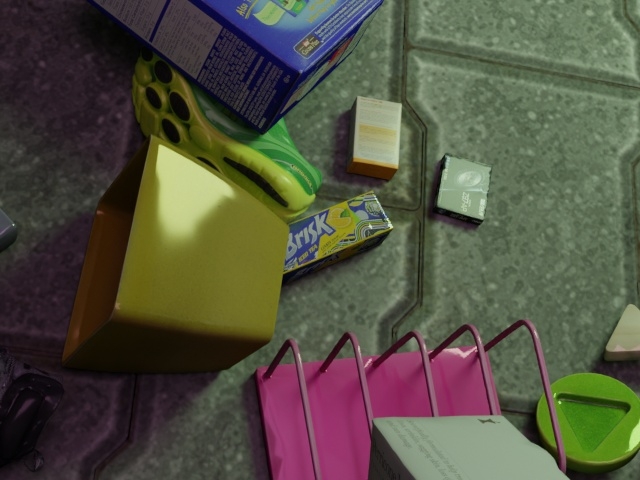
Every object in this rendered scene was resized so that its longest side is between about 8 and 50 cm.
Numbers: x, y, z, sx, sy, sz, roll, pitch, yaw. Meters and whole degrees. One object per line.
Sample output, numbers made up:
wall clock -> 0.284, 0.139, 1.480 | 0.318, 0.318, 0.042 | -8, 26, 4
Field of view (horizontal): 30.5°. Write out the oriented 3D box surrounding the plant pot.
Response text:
plant pot -> -0.153, 0.041, 1.306 | 0.187, 0.212, 0.212 | 18, 63, -20

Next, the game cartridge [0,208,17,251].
game cartridge -> -0.547, -0.068, 1.326 | 0.355, 0.068, 0.230 | 46, 60, 7

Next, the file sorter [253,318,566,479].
file sorter -> 0.097, 0.203, 1.302 | 0.290, 0.182, 0.202 | -4, 69, -16

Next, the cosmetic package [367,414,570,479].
cosmetic package -> 0.131, 0.381, 1.120 | 0.156, 0.217, 0.385 | -1, 102, -15

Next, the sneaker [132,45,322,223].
sneaker -> -0.120, -0.133, 1.451 | 0.295, 0.109, 0.123 | 45, 36, 12

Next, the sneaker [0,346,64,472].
sneaker -> -0.353, 0.122, 1.254 | 0.153, 0.101, 0.269 | 2, 87, -20

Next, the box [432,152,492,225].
box -> 0.186, -0.067, 1.531 | 0.067, 0.018, 0.083 | 16, 64, -7

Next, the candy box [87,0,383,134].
candy box -> -0.115, -0.313, 1.456 | 0.317, 0.122, 0.268 | 38, 40, 2

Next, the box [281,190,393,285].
box -> 0.000, 0.000, 1.436 | 0.169, 0.054, 0.059 | -22, 74, -21

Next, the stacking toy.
stacking toy -> 0.424, 0.250, 1.437 | 0.279, 0.130, 0.309 | 30, 57, 29

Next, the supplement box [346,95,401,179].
supplement box -> 0.069, -0.133, 1.520 | 0.062, 0.036, 0.098 | 10, 66, -10
